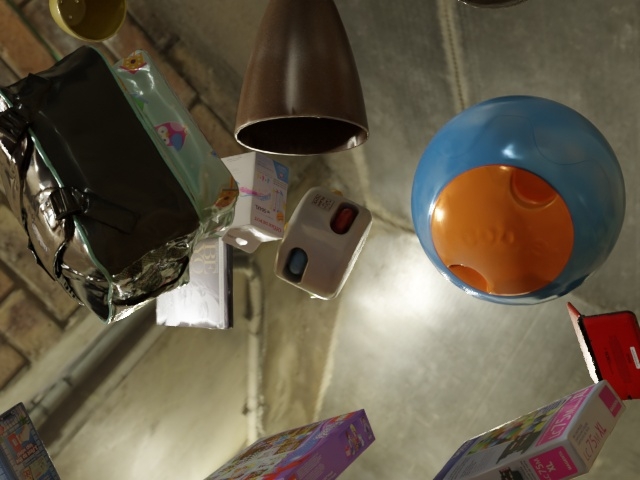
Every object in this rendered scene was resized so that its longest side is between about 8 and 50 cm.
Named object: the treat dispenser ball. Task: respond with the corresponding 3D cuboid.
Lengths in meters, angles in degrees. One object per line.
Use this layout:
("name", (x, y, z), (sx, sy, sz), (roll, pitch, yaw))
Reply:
("treat dispenser ball", (0.268, -0.054, 1.285), (0.288, 0.288, 0.288), (30, 152, 18))

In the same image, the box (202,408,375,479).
("box", (-0.064, 0.337, 1.357), (0.201, 0.293, 0.057), (-21, 90, 25))

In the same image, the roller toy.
("roller toy", (0.000, 0.000, 1.769), (0.146, 0.209, 0.191), (26, 179, 6))

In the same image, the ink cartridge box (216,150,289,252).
("ink cartridge box", (-0.116, -0.058, 1.526), (0.090, 0.143, 0.092), (-8, 161, 34))

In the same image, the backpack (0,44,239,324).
("backpack", (-0.150, -0.033, 0.678), (0.166, 0.144, 0.188), (53, 151, 11))

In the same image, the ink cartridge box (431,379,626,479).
("ink cartridge box", (0.263, 0.310, 1.319), (0.311, 0.186, 0.065), (-37, 85, 35))

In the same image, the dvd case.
("dvd case", (-0.237, 0.078, 1.731), (0.221, 0.018, 0.165), (-3, 87, 45))

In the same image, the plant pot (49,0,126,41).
("plant pot", (-0.428, -0.419, 1.667), (0.095, 0.134, 0.134), (8, 139, 48))

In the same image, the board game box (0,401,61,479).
("board game box", (-0.343, 0.307, 1.025), (0.194, 0.060, 0.194), (-36, 90, 28))

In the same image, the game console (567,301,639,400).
("game console", (0.442, 0.162, 1.419), (0.124, 0.085, 0.144), (-13, 106, 34))

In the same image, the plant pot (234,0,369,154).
("plant pot", (-0.031, -0.277, 1.506), (0.215, 0.230, 0.215), (-1, 170, 0))

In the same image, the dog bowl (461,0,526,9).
("dog bowl", (0.347, -0.653, 1.908), (0.349, 0.349, 0.102), (51, 180, -22))
